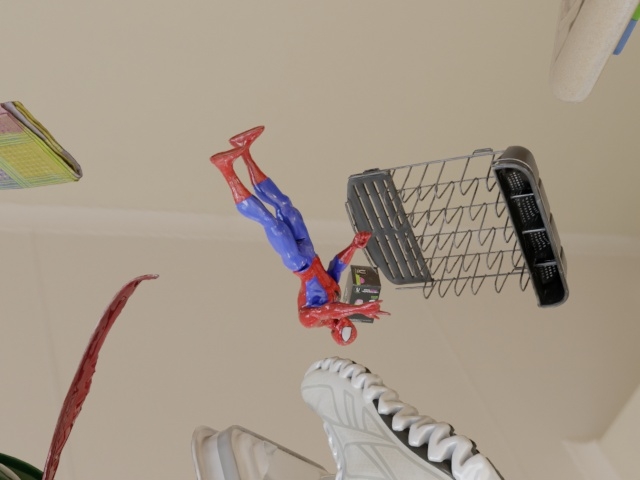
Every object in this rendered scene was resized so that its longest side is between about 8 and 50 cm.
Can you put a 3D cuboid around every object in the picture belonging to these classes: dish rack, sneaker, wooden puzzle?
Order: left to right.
[{"bbox_3d":[-0.016,0.355,1.117,0.333,0.072,0.286,43,-156,-56],"label":"dish rack"},{"bbox_3d":[0.051,0.208,0.970,0.118,0.110,0.292,-44,-147,-13],"label":"sneaker"},{"bbox_3d":[0.160,-0.010,1.211,0.271,0.208,0.074,-6,-148,30],"label":"dish rack"},{"bbox_3d":[0.325,-0.355,0.987,0.080,0.322,0.348,14,-130,-1],"label":"wooden puzzle"}]

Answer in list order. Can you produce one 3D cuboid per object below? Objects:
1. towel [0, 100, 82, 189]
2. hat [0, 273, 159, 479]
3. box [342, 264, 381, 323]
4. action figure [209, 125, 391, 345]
[{"bbox_3d":[-0.162,-0.044,0.474,0.083,0.060,0.009,-4,-123,26],"label":"towel"},{"bbox_3d":[-0.184,0.146,0.510,0.172,0.183,0.209,6,-126,-22],"label":"hat"},{"bbox_3d":[0.072,0.094,1.721,0.052,0.083,0.062,5,-146,-9],"label":"box"},{"bbox_3d":[0.000,0.000,1.118,0.139,0.280,0.091,-14,-156,31],"label":"action figure"}]
